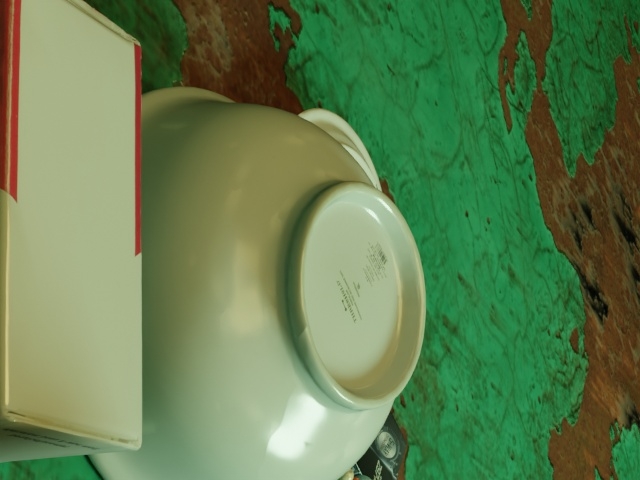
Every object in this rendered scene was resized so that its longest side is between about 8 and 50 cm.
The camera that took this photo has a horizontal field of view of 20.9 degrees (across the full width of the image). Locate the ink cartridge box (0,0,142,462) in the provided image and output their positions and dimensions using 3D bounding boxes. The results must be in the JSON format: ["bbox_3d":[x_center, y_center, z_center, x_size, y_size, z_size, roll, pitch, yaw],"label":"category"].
[{"bbox_3d":[-0.196,0.004,0.691,0.100,0.237,0.172,29,56,-62],"label":"ink cartridge box"}]

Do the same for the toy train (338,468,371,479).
[{"bbox_3d":[0.007,0.250,1.264,0.166,0.046,0.125,-58,132,-58],"label":"toy train"}]

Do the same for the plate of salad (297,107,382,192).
[{"bbox_3d":[0.000,0.000,1.318,0.200,0.048,0.200,20,67,-60],"label":"plate of salad"}]

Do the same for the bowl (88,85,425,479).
[{"bbox_3d":[-0.025,0.040,1.106,0.298,0.134,0.298,11,77,-54],"label":"bowl"}]

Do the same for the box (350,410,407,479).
[{"bbox_3d":[0.041,0.169,1.386,0.067,0.018,0.083,64,30,-31],"label":"box"}]
